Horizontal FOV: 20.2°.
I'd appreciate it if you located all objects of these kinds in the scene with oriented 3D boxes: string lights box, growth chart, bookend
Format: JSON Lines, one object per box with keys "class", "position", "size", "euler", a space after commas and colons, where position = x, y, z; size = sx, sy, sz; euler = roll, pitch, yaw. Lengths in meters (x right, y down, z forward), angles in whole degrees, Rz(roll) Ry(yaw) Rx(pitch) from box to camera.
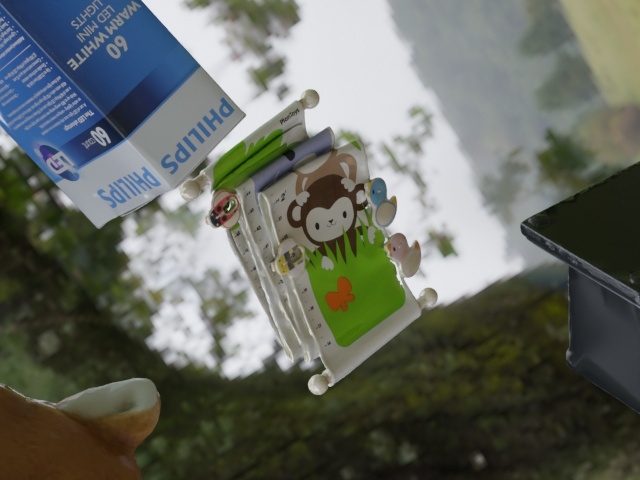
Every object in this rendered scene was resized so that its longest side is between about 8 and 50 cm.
{"class": "string lights box", "position": [-0.181, -0.134, 1.109], "size": [0.260, 0.077, 0.133], "euler": [47, 153, -12]}
{"class": "growth chart", "position": [0.000, 0.000, 1.420], "size": [0.021, 0.172, 0.237], "euler": [6, 134, 50]}
{"class": "bookend", "position": [0.173, 0.040, 0.795], "size": [0.072, 0.156, 0.157], "euler": [34, 141, 45]}

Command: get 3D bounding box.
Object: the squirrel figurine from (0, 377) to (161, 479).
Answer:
{"class": "squirrel figurine", "position": [-0.285, 0.093, 1.038], "size": [0.370, 0.281, 0.397], "euler": [17, -165, -17]}
